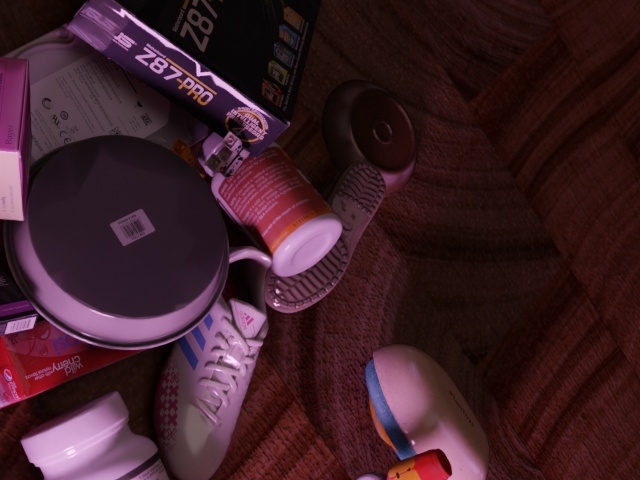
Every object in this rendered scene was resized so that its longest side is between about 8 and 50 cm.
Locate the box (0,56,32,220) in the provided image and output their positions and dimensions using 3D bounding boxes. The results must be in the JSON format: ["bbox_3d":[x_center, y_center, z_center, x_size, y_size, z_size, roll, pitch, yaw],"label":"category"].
[{"bbox_3d":[-0.455,-0.121,1.592,0.243,0.213,0.117,4,70,-9],"label":"box"}]

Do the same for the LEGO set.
[{"bbox_3d":[-0.188,-0.063,1.918,0.087,0.227,0.093,41,7,22],"label":"LEGO set"}]

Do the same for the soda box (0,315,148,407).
[{"bbox_3d":[-0.301,0.128,1.776,0.263,0.092,0.083,-21,89,-43],"label":"soda box"}]

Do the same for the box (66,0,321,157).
[{"bbox_3d":[-0.158,-0.344,1.986,0.318,0.097,0.395,34,40,-19],"label":"box"}]

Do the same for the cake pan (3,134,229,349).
[{"bbox_3d":[-0.246,-0.009,1.756,0.293,0.054,0.293,10,63,-19],"label":"cake pan"}]

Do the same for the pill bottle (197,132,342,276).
[{"bbox_3d":[-0.076,-0.064,1.976,0.121,0.121,0.216,-19,62,-42],"label":"pill bottle"}]

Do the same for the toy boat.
[{"bbox_3d":[0.130,0.294,2.028,0.267,0.148,0.318,57,19,-8],"label":"toy boat"}]

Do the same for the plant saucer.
[{"bbox_3d":[0.091,-0.170,2.250,0.198,0.036,0.199,14,67,-36],"label":"plant saucer"}]

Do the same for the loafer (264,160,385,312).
[{"bbox_3d":[0.000,0.000,2.080,0.102,0.092,0.268,43,68,-12],"label":"loafer"}]

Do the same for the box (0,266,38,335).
[{"bbox_3d":[-0.429,0.057,1.676,0.116,0.029,0.162,-11,46,-42],"label":"box"}]

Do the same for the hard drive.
[{"bbox_3d":[-0.313,-0.175,1.892,0.339,0.064,0.237,-38,101,-42],"label":"hard drive"}]

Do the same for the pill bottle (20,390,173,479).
[{"bbox_3d":[-0.245,0.336,1.704,0.162,0.162,0.278,-27,94,-42],"label":"pill bottle"}]

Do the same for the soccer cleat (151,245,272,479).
[{"bbox_3d":[-0.138,0.156,1.870,0.116,0.143,0.331,23,62,-33],"label":"soccer cleat"}]
